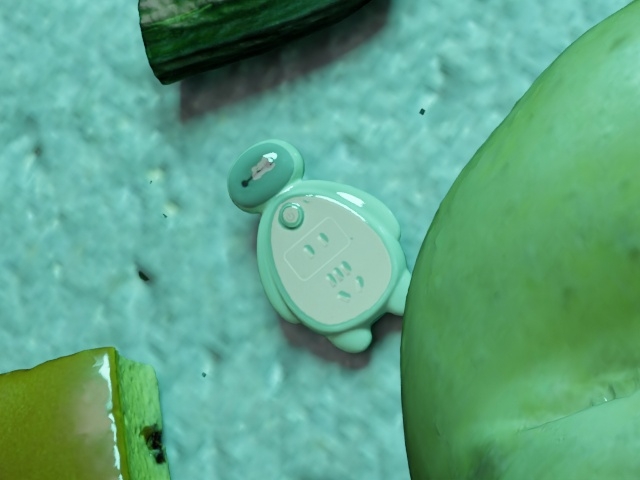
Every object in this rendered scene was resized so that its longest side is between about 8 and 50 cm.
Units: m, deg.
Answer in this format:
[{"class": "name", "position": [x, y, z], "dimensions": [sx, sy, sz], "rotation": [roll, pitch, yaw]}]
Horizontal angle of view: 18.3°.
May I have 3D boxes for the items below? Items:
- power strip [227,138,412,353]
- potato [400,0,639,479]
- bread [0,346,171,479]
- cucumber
[{"class": "power strip", "position": [0.000, 0.000, 0.714], "dimensions": [0.055, 0.035, 0.083], "rotation": [-41, 80, 10]}, {"class": "potato", "position": [0.157, 0.091, 0.519], "dimensions": [0.243, 0.221, 0.326], "rotation": [-27, 72, 11]}, {"class": "bread", "position": [-0.161, 0.110, 0.744], "dimensions": [0.226, 0.049, 0.088], "rotation": [-16, 73, 20]}, {"class": "cucumber", "position": [-0.017, -0.095, 0.729], "dimensions": [0.105, 0.048, 0.048], "rotation": [-17, 73, 15]}]
